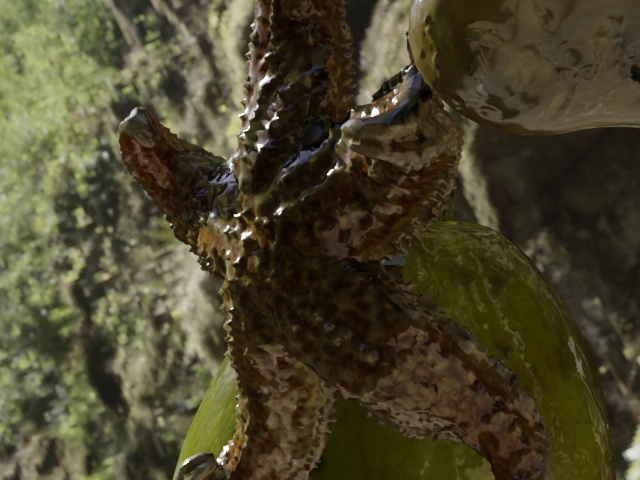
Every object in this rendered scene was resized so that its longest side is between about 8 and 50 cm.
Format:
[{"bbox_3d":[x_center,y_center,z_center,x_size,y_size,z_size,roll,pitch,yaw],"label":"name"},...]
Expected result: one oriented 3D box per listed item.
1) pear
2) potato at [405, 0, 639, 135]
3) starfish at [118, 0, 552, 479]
[{"bbox_3d":[0.053,0.137,0.872,0.287,0.375,0.287,10,-8,1],"label":"pear"},{"bbox_3d":[0.098,-0.076,0.447,0.137,0.070,0.092,2,-43,-5],"label":"potato"},{"bbox_3d":[-0.001,0.002,0.619,0.113,0.312,0.303,-14,-18,-33],"label":"starfish"}]
